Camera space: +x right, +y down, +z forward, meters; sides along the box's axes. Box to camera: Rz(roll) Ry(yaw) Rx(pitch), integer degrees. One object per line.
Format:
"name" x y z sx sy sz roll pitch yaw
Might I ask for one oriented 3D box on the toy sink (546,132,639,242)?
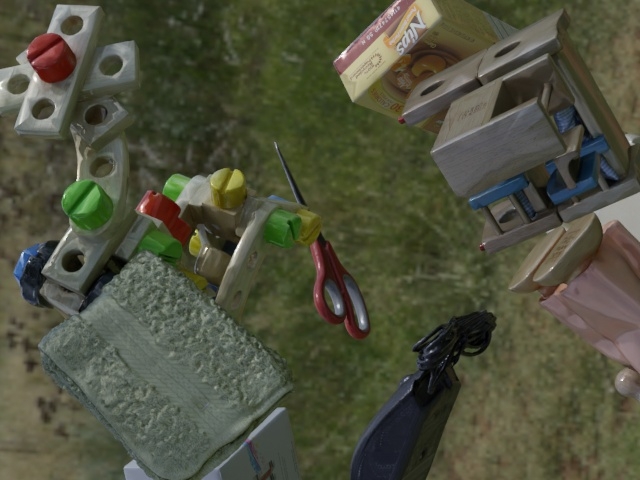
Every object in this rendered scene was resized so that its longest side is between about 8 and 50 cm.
"toy sink" 0.360 -0.017 1.187 0.234 0.152 0.131 39 110 60

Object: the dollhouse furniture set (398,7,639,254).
"dollhouse furniture set" 0.130 -0.048 0.814 0.129 0.129 0.184 -25 18 27

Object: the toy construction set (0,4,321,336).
"toy construction set" -0.122 -0.014 0.894 0.151 0.328 0.215 17 69 35

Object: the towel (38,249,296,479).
"towel" -0.096 0.077 0.737 0.148 0.110 0.027 39 164 27

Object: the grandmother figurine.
"grandmother figurine" 0.323 0.118 0.997 0.104 0.342 0.208 -49 3 -5

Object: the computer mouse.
"computer mouse" 0.096 0.195 1.320 0.188 0.072 0.272 -12 -55 -64

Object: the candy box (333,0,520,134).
"candy box" 0.192 -0.252 1.768 0.183 0.316 0.088 -41 57 28

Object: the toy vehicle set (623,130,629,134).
"toy vehicle set" 0.508 -0.077 1.669 0.035 0.166 0.267 -52 8 8

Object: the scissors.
"scissors" 0.000 0.000 1.644 0.021 0.109 0.297 -34 58 28

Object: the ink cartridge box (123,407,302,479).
"ink cartridge box" -0.118 0.282 1.366 0.176 0.128 0.127 -30 -67 -61
